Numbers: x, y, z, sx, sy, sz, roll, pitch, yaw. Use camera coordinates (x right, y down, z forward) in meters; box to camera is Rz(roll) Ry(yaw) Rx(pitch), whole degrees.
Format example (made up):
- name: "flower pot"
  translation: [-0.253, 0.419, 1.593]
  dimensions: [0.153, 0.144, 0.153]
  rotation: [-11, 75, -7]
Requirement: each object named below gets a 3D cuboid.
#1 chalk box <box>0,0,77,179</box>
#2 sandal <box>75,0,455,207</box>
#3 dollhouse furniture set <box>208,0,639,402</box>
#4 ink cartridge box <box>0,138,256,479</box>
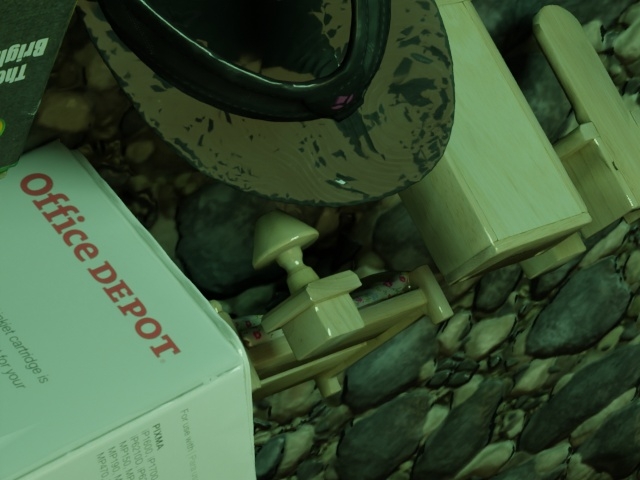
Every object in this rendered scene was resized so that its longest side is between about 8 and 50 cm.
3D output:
- name: "chalk box"
  translation: [-0.229, -0.117, 0.836]
  dimensions: [0.180, 0.179, 0.289]
  rotation: [-23, 153, -41]
- name: "sandal"
  translation: [-0.063, -0.160, 0.955]
  dimensions: [0.167, 0.107, 0.446]
  rotation: [-33, 126, 3]
- name: "dollhouse furniture set"
  translation: [0.000, 0.000, 1.290]
  dimensions: [0.303, 0.174, 0.355]
  rotation: [-16, 165, -47]
- name: "ink cartridge box"
  translation: [-0.217, 0.103, 1.049]
  dimensions: [0.306, 0.226, 0.131]
  rotation: [-24, 138, -21]
